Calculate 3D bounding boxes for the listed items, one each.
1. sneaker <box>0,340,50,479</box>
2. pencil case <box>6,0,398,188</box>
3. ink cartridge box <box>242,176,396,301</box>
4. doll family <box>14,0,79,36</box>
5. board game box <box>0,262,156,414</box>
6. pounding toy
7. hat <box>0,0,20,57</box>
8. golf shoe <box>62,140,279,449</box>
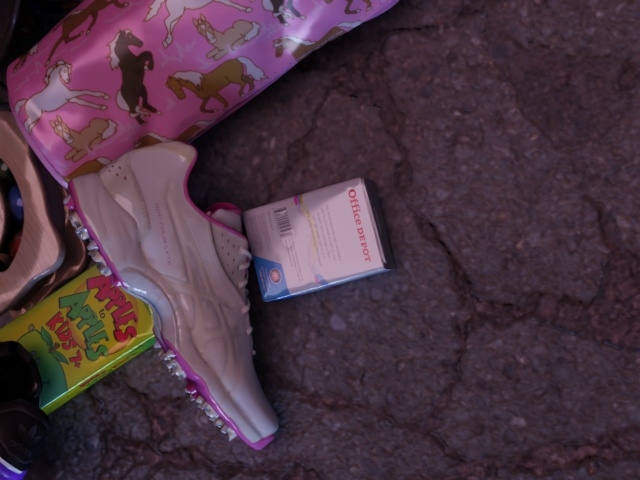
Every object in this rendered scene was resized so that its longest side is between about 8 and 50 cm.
[{"bbox_3d":[-0.336,0.152,1.226,0.146,0.102,0.293,-52,38,-9],"label":"sneaker"},{"bbox_3d":[-0.100,-0.198,1.181,0.386,0.167,0.160,-36,51,12],"label":"pencil case"},{"bbox_3d":[0.000,0.000,1.194,0.122,0.052,0.089,-16,83,16],"label":"ink cartridge box"},{"bbox_3d":[-0.329,-0.280,1.293,0.193,0.076,0.111,21,74,21],"label":"doll family"},{"bbox_3d":[-0.234,0.091,1.263,0.181,0.043,0.092,-33,78,12],"label":"board game box"},{"bbox_3d":[-0.344,-0.057,1.245,0.154,0.155,0.270,-20,82,10],"label":"pounding toy"},{"bbox_3d":[-0.390,-0.309,1.169,0.331,0.134,0.331,5,97,40],"label":"hat"},{"bbox_3d":[-0.103,0.049,1.165,0.140,0.115,0.306,-35,108,-12],"label":"golf shoe"}]
